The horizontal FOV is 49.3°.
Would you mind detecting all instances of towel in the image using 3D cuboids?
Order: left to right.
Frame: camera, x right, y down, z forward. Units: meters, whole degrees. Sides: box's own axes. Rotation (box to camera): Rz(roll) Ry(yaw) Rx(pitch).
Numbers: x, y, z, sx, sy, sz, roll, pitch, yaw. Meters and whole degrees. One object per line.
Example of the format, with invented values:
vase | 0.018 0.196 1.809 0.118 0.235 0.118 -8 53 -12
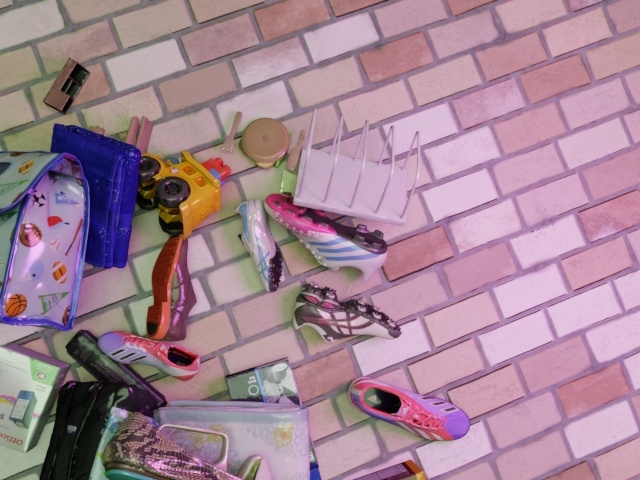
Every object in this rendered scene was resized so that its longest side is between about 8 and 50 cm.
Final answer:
towel | -0.541 -0.097 1.619 0.228 0.076 0.308 19 113 9
towel | -0.209 0.539 1.623 0.375 0.090 0.320 -1 92 10

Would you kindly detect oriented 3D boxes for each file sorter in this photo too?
file sorter | 0.093 -0.183 1.684 0.278 0.173 0.192 11 49 -5

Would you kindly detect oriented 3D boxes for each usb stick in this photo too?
usb stick | -0.493 0.327 1.685 0.278 0.045 0.077 41 89 -1

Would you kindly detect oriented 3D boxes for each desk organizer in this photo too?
desk organizer | -0.630 -0.383 1.736 0.050 0.047 0.130 29 83 -5

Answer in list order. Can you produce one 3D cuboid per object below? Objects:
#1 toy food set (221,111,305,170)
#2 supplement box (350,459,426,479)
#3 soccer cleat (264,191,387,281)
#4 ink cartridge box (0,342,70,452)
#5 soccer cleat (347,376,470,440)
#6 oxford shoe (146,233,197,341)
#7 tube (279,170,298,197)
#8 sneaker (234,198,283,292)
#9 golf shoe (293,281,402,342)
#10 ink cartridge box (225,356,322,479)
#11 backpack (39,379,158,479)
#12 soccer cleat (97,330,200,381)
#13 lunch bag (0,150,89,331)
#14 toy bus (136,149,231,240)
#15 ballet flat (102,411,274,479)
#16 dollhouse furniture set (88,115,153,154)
toy food set | -0.141 -0.249 1.780 0.192 0.038 0.132 17 76 2
supplement box | 0.173 0.660 1.675 0.194 0.129 0.191 -17 87 -6
soccer cleat | 0.000 0.000 1.723 0.331 0.116 0.143 24 120 2
ink cartridge box | -0.710 0.368 1.637 0.154 0.093 0.212 22 85 -4
soccer cleat | 0.223 0.420 1.707 0.318 0.116 0.108 21 83 -3
oxford shoe | -0.354 0.113 1.710 0.098 0.097 0.271 19 74 -38
tube | 0.015 -0.112 1.770 0.240 0.062 0.070 10 55 -1
sneaker | -0.154 0.015 1.735 0.086 0.085 0.237 -14 90 20
golf shoe | 0.065 0.201 1.734 0.273 0.105 0.120 21 99 3
ink cartridge box | -0.110 0.467 1.700 0.166 0.065 0.332 -17 88 -7
backpack | -0.498 0.516 1.542 0.273 0.290 0.355 42 51 -35
soccer cleat | -0.405 0.263 1.665 0.248 0.095 0.083 22 47 -7
lunch bag | -0.699 -0.014 1.547 0.328 0.239 0.385 5 81 30
toy bus | -0.334 -0.145 1.696 0.220 0.149 0.211 41 62 18
ballet flat | -0.218 0.502 1.478 0.483 0.164 0.182 33 50 -16
dollhouse furniture set | -0.518 -0.263 1.701 0.151 0.144 0.123 10 79 10
